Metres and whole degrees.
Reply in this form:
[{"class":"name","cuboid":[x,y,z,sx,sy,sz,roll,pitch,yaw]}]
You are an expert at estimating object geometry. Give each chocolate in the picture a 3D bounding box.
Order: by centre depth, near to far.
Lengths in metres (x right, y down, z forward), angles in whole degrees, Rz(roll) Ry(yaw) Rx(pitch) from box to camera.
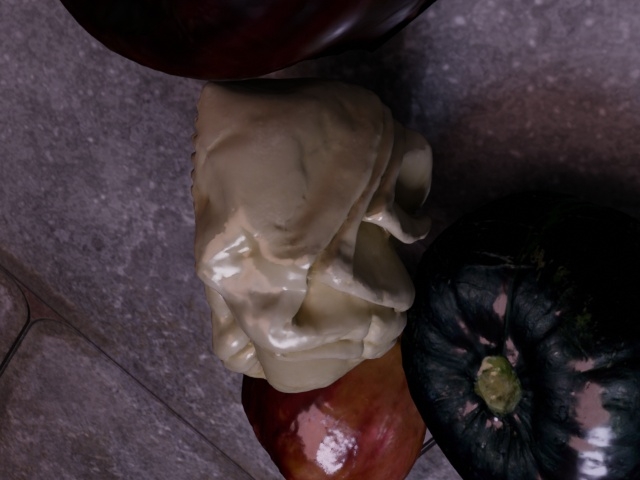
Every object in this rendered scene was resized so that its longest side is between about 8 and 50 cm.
[{"class":"chocolate","cuboid":[-0.067,-0.277,0.819,0.384,0.331,0.383,14,127,19]}]

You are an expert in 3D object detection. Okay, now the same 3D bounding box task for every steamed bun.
[{"class":"steamed bun","cuboid":[0.000,0.000,0.915,0.203,0.276,0.289,-2,99,3]}]

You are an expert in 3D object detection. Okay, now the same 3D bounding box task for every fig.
[{"class":"fig","cuboid":[0.020,0.160,1.128,0.224,0.224,0.263,13,110,20]}]

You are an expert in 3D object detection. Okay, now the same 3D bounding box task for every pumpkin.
[{"class":"pumpkin","cuboid":[0.224,0.105,0.962,0.315,0.238,0.315,24,122,45]}]
